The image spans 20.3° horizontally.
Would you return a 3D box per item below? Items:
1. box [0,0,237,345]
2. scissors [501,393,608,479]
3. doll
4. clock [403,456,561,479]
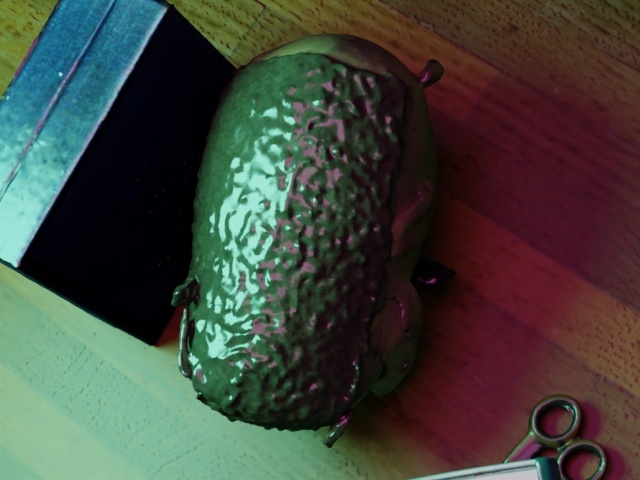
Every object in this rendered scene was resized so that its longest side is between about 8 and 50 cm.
[{"bbox_3d":[-0.180,-0.067,1.617,0.116,0.279,0.261,25,83,24],"label":"box"},{"bbox_3d":[0.141,0.218,1.548,0.220,0.017,0.088,-32,68,9],"label":"scissors"},{"bbox_3d":[0.000,0.000,1.563,0.247,0.247,0.349,9,73,23],"label":"doll"},{"bbox_3d":[0.110,0.327,1.471,0.231,0.116,0.262,-12,74,11],"label":"clock"}]
